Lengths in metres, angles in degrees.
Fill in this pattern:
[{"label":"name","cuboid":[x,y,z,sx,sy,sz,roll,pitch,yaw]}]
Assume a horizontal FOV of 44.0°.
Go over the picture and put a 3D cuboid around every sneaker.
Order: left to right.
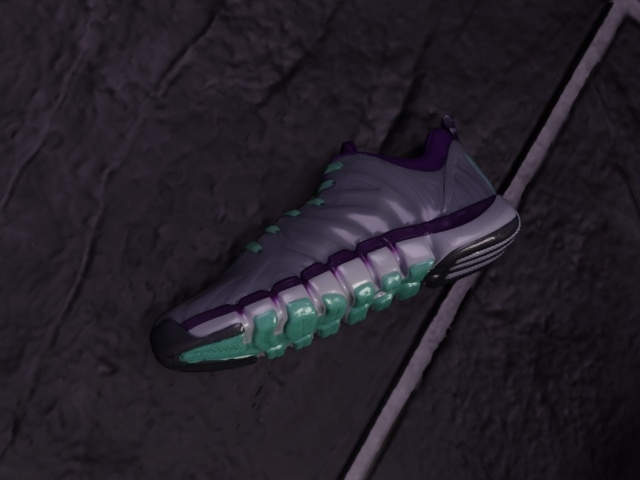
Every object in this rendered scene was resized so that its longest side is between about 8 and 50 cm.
[{"label":"sneaker","cuboid":[0.000,0.000,0.464,0.223,0.083,0.098,-20,70,-16]}]
